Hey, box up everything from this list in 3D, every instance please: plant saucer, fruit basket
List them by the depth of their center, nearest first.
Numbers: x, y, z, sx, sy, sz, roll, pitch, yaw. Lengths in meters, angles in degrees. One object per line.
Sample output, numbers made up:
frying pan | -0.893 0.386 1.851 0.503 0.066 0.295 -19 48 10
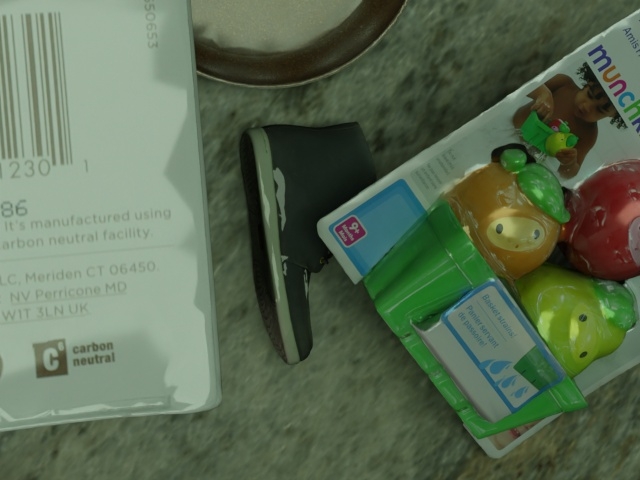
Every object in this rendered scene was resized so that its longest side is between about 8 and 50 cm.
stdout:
fruit basket | 0.225 0.010 1.614 0.353 0.165 0.327 -31 120 11
plant saucer | -0.055 -0.294 1.631 0.311 0.050 0.310 -1 94 -14

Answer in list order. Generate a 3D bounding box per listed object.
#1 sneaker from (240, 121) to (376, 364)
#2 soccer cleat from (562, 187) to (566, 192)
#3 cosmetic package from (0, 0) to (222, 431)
sneaker | 0.000 0.000 1.648 0.118 0.083 0.222 -8 95 -14
soccer cleat | 0.237 -0.042 1.704 0.179 0.060 0.072 -18 99 3
cosmetic package | -0.282 -0.031 1.412 0.330 0.394 0.327 -6 95 -14
